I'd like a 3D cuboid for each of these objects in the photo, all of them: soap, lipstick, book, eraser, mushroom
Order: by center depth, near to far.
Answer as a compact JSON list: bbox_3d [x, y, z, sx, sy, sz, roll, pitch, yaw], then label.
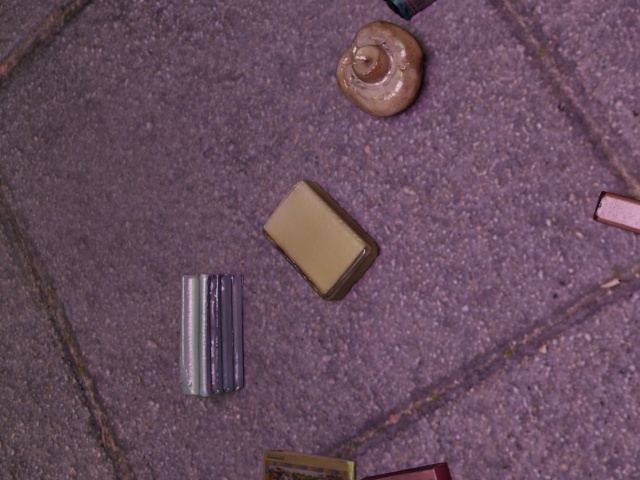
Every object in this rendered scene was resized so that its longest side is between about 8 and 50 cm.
[{"bbox_3d":[0.445,-0.026,1.230,0.145,0.045,0.045,19,95,28],"label":"lipstick"},{"bbox_3d":[0.092,-0.261,1.394,0.148,0.112,0.148,-7,76,28],"label":"mushroom"},{"bbox_3d":[0.000,0.000,1.461,0.172,0.058,0.117,46,108,22],"label":"eraser"},{"bbox_3d":[-0.021,0.441,1.479,0.168,0.013,0.192,0,89,28],"label":"book"},{"bbox_3d":[-0.181,0.154,1.521,0.063,0.114,0.198,-2,85,29],"label":"soap"}]

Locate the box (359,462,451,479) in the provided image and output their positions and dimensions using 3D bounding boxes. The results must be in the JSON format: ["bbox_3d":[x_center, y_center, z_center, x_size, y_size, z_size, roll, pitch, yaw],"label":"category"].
[{"bbox_3d":[0.130,0.402,1.374,0.156,0.060,0.111,-20,80,27],"label":"box"}]

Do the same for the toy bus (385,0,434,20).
[{"bbox_3d":[0.092,-0.469,1.421,0.109,0.091,0.261,-29,76,13],"label":"toy bus"}]
